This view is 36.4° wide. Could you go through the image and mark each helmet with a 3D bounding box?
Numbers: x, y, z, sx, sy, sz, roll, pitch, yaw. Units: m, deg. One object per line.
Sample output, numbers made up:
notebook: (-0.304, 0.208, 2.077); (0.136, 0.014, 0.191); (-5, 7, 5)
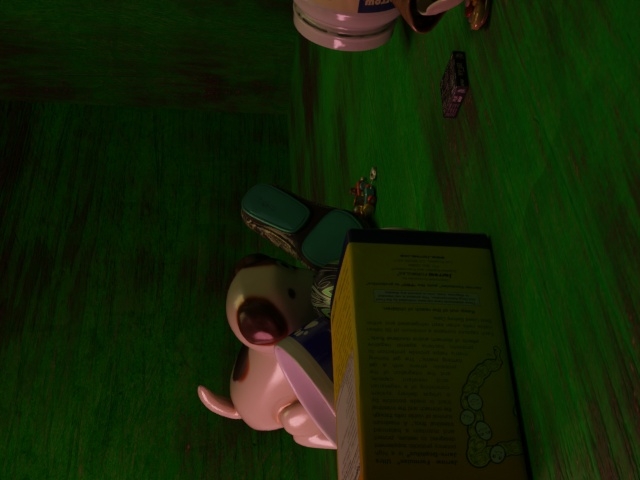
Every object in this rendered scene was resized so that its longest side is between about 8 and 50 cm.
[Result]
helmet: (0.063, 0.108, 1.887); (0.169, 0.161, 0.169); (-178, 90, -83)

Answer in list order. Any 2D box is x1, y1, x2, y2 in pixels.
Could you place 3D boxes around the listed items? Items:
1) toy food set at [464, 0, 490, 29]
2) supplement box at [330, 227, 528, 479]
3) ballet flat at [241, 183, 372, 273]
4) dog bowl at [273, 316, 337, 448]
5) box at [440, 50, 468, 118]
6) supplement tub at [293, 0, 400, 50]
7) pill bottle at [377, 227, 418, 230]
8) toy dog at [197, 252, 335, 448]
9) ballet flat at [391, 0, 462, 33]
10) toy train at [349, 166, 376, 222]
toy food set: (0.217, -0.333, 1.350); (0.082, 0.020, 0.083); (-113, 25, -74)
supplement box: (0.124, 0.184, 1.249); (0.194, 0.195, 0.357); (101, 169, -54)
ballet flat: (0.000, 0.000, 2.238); (0.483, 0.164, 0.182); (28, 165, 48)
dog bowl: (0.028, 0.279, 1.841); (0.265, 0.104, 0.265); (51, 165, 20)
box: (0.200, -0.233, 1.465); (0.083, 0.018, 0.067); (105, 165, -61)
supplement tub: (0.063, -0.538, 1.784); (0.235, 0.235, 0.325); (-95, 10, -46)
pill bottle: (0.126, 0.080, 1.614); (0.108, 0.108, 0.193); (126, 146, -77)
toy dog: (-0.081, 0.211, 2.107); (0.284, 0.395, 0.408); (-83, -12, -49)
ballet flat: (0.179, -0.393, 1.293); (0.342, 0.116, 0.124); (125, 133, -60)
toy train: (0.090, -0.102, 2.201); (0.166, 0.046, 0.125); (116, 154, -74)
